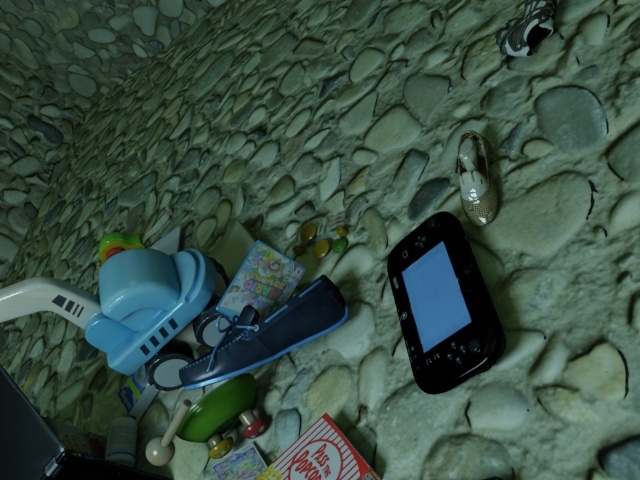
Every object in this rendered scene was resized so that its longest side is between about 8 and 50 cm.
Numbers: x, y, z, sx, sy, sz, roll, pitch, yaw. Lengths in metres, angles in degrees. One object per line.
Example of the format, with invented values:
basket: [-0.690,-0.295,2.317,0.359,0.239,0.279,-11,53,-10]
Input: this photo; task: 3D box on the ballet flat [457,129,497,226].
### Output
ballet flat: [0.277,-0.120,1.070,0.073,0.067,0.206,-24,45,32]

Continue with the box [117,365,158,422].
box: [-0.444,0.360,1.478,0.109,0.042,0.178,24,78,53]

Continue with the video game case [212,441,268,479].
video game case: [-0.143,0.426,1.073,0.087,0.011,0.122,-28,22,-17]

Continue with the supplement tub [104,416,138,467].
supplement tub: [-0.469,0.481,1.381,0.071,0.071,0.107,-35,40,22]

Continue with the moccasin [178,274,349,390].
moccasin: [-0.116,0.173,1.125,0.342,0.117,0.138,-25,-4,-10]

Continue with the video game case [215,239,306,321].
video game case: [-0.121,0.099,1.202,0.166,0.119,0.015,-60,5,-12]

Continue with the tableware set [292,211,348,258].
tableware set: [0.000,0.000,1.312,0.154,0.024,0.104,-17,53,37]

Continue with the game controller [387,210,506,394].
game controller: [0.198,0.096,0.980,0.166,0.067,0.319,-34,40,24]

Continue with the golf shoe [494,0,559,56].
golf shoe: [0.443,-0.446,1.165,0.198,0.077,0.094,-54,47,10]

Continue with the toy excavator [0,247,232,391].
toy excavator: [-0.451,0.137,1.222,0.433,0.445,0.222,-41,37,8]

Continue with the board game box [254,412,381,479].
board game box: [-0.018,0.398,0.948,0.193,0.045,0.147,-42,35,-9]

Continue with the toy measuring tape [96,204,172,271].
toy measuring tape: [-0.632,-0.011,1.927,0.330,0.121,0.121,-46,37,9]

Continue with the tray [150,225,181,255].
tray: [-0.464,0.090,1.732,0.145,0.030,0.270,-30,42,26]

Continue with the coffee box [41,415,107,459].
coffee box: [-0.593,0.509,1.343,0.098,0.246,0.141,-46,37,10]

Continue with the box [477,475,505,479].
box: [0.176,0.431,0.740,0.175,0.051,0.220,-29,43,29]

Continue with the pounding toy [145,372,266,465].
pounding toy: [-0.192,0.358,1.113,0.110,0.237,0.183,50,117,17]

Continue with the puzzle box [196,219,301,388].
puzzle box: [-0.203,0.145,1.385,0.272,0.052,0.409,-49,37,4]

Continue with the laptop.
laptop: [-0.606,0.511,1.215,0.382,0.408,0.236,-49,38,5]
